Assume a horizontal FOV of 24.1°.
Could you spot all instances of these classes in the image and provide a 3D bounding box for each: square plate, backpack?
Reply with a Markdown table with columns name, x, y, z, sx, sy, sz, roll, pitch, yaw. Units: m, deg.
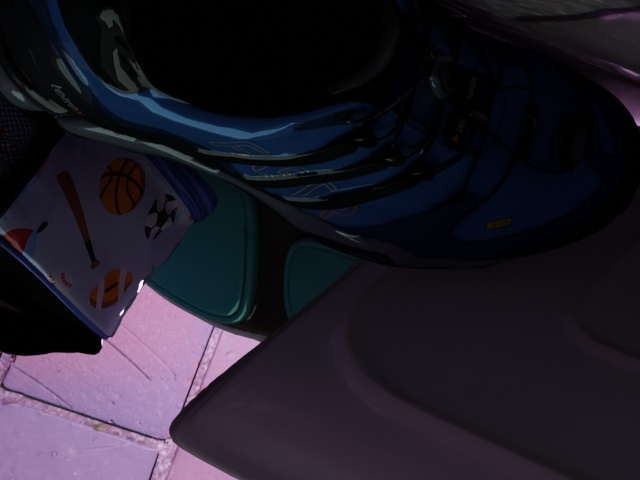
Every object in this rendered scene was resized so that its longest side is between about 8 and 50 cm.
| name | x | y | z | sx | sy | sz | roll | pitch | yaw |
| --- | --- | --- | --- | --- | --- | --- | --- | --- | --- |
| square plate | 0.168 | 0.049 | 0.682 | 0.347 | 0.049 | 0.344 | 23 | -139 | 24 |
| backpack | -0.186 | -0.071 | 0.810 | 0.276 | 0.213 | 0.263 | 30 | 160 | 54 |

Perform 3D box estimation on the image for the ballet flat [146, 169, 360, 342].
| name | x | y | z | sx | sy | sz | roll | pitch | yaw |
| --- | --- | --- | --- | --- | --- | --- | --- | --- | --- |
| ballet flat | 0.000 | 0.000 | 0.908 | 0.400 | 0.139 | 0.139 | 26 | -175 | 36 |

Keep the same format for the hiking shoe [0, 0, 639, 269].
| name | x | y | z | sx | sy | sz | roll | pitch | yaw |
| --- | --- | --- | --- | --- | --- | --- | --- | --- | --- |
| hiking shoe | 0.016 | -0.053 | 0.603 | 0.304 | 0.113 | 0.132 | 12 | 175 | -24 |
